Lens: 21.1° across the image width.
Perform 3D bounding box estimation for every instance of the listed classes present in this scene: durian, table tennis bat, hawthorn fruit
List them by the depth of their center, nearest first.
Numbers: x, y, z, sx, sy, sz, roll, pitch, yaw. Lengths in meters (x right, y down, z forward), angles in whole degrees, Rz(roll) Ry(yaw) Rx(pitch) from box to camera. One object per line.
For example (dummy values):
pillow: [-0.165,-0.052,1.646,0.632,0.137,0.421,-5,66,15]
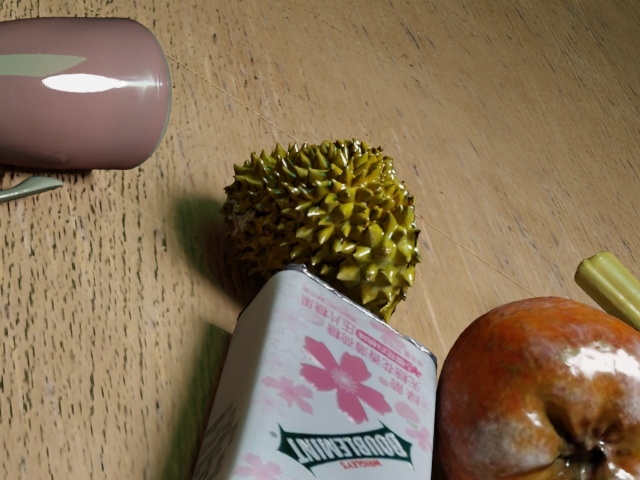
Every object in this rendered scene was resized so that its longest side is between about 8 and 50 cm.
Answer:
hawthorn fruit: [0.202,0.161,1.603,0.263,0.231,0.235,25,-32,41]
durian: [-0.008,-0.007,1.645,0.138,0.183,0.249,15,-7,-36]
table tennis bat: [0.392,0.129,1.820,0.321,0.050,0.198,46,29,20]

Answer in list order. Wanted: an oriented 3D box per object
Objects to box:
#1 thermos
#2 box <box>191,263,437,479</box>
thermos: [-0.276,-0.120,1.548,0.265,0.146,0.176,-6,75,-46]
box: [0.001,0.173,1.443,0.190,0.112,0.370,34,26,-12]
